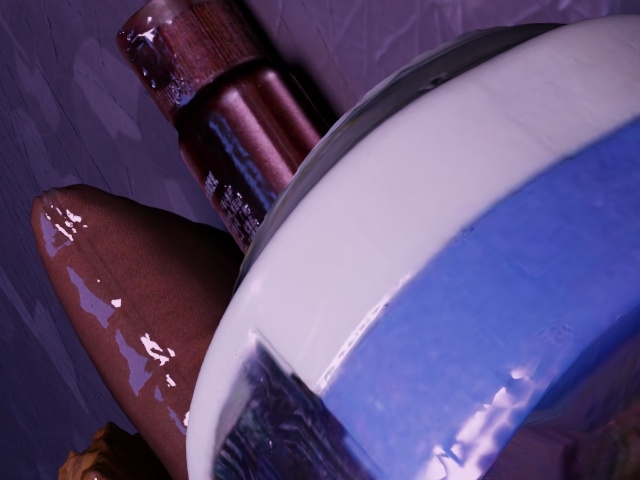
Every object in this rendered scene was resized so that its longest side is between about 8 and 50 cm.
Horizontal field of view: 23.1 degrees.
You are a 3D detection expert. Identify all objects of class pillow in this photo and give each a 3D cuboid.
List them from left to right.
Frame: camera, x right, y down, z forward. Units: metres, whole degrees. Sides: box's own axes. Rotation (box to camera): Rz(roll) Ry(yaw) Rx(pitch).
[{"bbox_3d":[-0.033,0.110,0.950,0.305,0.108,0.308,54,-173,12],"label":"pillow"}]

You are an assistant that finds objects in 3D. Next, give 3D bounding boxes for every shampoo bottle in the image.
[{"bbox_3d":[0.000,0.000,0.881,0.323,0.084,0.129,56,172,12],"label":"shampoo bottle"}]

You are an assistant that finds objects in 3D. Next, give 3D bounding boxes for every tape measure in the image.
[{"bbox_3d":[0.079,0.056,0.550,0.138,0.259,0.262,41,150,39],"label":"tape measure"}]

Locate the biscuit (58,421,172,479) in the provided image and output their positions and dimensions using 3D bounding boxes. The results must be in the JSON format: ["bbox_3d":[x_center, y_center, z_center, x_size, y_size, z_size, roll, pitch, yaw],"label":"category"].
[{"bbox_3d":[-0.008,0.267,0.967,0.394,0.076,0.368,39,179,-11],"label":"biscuit"}]
